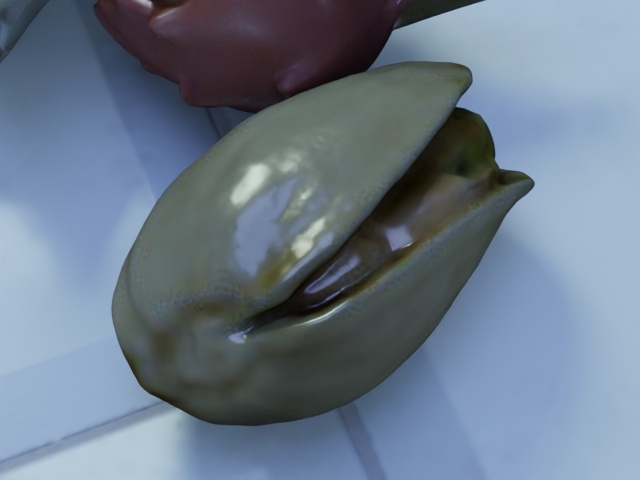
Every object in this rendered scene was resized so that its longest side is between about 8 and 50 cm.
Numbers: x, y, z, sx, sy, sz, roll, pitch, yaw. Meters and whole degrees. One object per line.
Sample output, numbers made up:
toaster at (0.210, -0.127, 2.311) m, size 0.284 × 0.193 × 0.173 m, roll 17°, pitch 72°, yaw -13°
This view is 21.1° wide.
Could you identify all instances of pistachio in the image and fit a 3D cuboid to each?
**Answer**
pistachio at (0.000, 0.000, 0.797) m, size 0.215 × 0.144 × 0.144 m, roll -36°, pitch 66°, yaw -26°

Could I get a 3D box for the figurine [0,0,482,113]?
figurine at (-0.071, -0.149, 0.852) m, size 0.387 × 0.166 × 0.207 m, roll 6°, pitch 23°, yaw 9°
